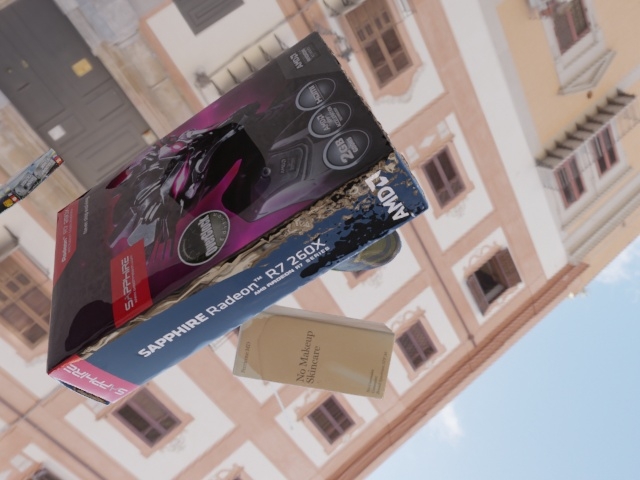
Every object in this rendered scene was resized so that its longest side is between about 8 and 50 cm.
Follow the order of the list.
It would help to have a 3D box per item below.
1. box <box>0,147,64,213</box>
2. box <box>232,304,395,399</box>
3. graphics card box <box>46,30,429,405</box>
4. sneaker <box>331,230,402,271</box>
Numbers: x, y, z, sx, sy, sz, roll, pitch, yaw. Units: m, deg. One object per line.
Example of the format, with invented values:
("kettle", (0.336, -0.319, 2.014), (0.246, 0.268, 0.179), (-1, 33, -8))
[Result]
("box", (-0.422, -0.068, 0.769), (0.137, 0.027, 0.094), (-20, -149, 32))
("box", (-0.017, 0.225, 1.175), (0.311, 0.147, 0.121), (9, -179, -6))
("graphics card box", (-0.105, -0.029, 0.569), (0.371, 0.094, 0.232), (-31, -135, 10))
("sneaker", (0.000, 0.000, 0.868), (0.300, 0.111, 0.121), (5, -174, -24))
